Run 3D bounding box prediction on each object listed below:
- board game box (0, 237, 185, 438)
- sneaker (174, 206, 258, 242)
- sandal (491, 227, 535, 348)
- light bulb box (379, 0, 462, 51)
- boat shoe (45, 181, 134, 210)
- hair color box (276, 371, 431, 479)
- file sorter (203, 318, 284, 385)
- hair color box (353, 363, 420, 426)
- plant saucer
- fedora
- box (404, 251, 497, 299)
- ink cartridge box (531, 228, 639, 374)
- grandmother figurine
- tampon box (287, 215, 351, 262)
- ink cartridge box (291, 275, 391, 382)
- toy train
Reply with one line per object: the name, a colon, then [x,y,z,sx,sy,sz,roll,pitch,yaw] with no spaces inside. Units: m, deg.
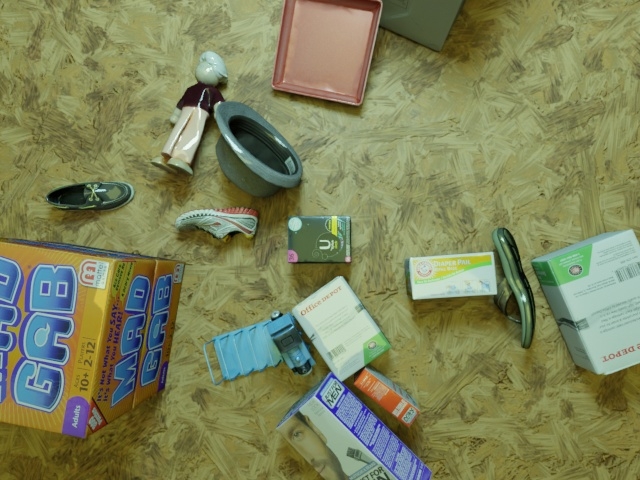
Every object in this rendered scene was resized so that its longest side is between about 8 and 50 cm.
board game box: [-0.586,0.196,1.025,0.356,0.356,0.357,8,88,5]
sneaker: [-0.281,-0.039,1.150,0.225,0.088,0.093,-1,88,5]
sandal: [0.476,0.119,1.082,0.086,0.120,0.303,-18,83,31]
light bulb box: [0.300,-0.728,1.012,0.225,0.358,0.361,27,88,5]
boat shoe: [-0.640,-0.122,1.192,0.227,0.068,0.081,-8,86,4]
hair color box: [0.076,0.509,1.041,0.339,0.110,0.185,44,122,7]
file sorter: [-0.199,0.292,1.114,0.170,0.104,0.118,-18,86,3]
hair color box: [0.165,0.384,1.085,0.167,0.093,0.053,36,91,6]
plant saucer: [0.014,-0.513,1.141,0.258,0.048,0.259,14,107,8]
fedora: [-0.178,-0.215,1.110,0.275,0.244,0.124,43,120,-6]
box: [0.321,0.089,1.081,0.203,0.114,0.103,-4,86,5]
ink cartridge box: [0.685,0.146,1.044,0.211,0.121,0.289,-21,85,3]
grandmother figurine: [-0.334,-0.348,1.151,0.207,0.104,0.343,12,80,23]
tampon box: [0.000,0.000,1.117,0.160,0.101,0.121,-1,86,5]
ink cartridge box: [0.053,0.221,1.103,0.160,0.092,0.219,-34,84,2]
toy train: [-0.073,0.264,1.083,0.080,0.105,0.184,-26,111,-5]
